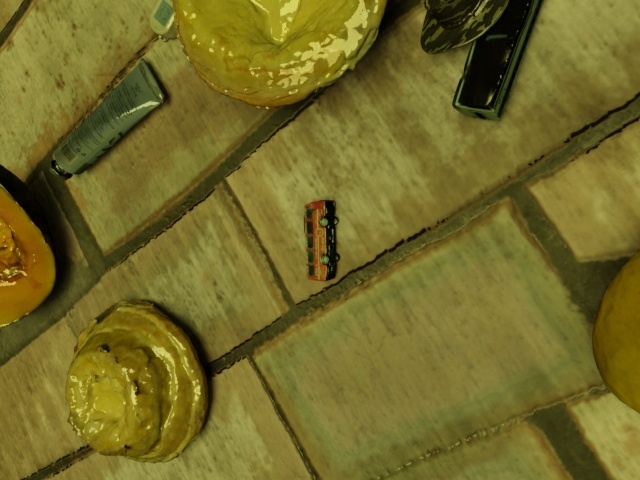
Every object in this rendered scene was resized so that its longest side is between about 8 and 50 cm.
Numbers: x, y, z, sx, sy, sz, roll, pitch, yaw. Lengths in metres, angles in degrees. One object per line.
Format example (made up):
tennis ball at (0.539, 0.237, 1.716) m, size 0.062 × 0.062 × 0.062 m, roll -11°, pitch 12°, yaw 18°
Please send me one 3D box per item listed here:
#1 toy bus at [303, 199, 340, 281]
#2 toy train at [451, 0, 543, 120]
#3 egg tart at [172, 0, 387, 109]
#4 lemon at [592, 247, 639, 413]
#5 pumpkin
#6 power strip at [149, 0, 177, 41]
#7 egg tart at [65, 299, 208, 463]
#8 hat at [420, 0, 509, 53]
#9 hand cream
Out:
toy bus at (0.000, 0.000, 0.645) m, size 0.043 × 0.031 × 0.110 m, roll 1°, pitch 95°, yaw 32°
toy train at (0.215, -0.259, 0.515) m, size 0.055 × 0.048 × 0.251 m, roll 25°, pitch 100°, yaw 42°
egg tart at (-0.040, -0.315, 0.590) m, size 0.315 × 0.120 × 0.314 m, roll 2°, pitch 95°, yaw 23°
lemon at (0.346, 0.071, 0.418) m, size 0.170 × 0.170 × 0.207 m, roll 29°, pitch 104°, yaw 20°
pumpkin at (-0.553, 0.004, 0.872) m, size 0.169 × 0.148 × 0.312 m, roll 19°, pitch 111°, yaw -19°
power strip at (-0.196, -0.381, 0.704) m, size 0.047 × 0.030 × 0.191 m, roll 46°, pitch 111°, yaw 14°
egg tart at (-0.320, 0.239, 0.770) m, size 0.291 × 0.115 × 0.289 m, roll 1°, pitch 93°, yaw 25°
hat at (0.144, -0.265, 0.520) m, size 0.121 × 0.051 × 0.121 m, roll -13°, pitch 74°, yaw 50°
hand cream at (-0.359, -0.188, 0.784) m, size 0.256 × 0.055 × 0.088 m, roll -36°, pitch 72°, yaw 21°
